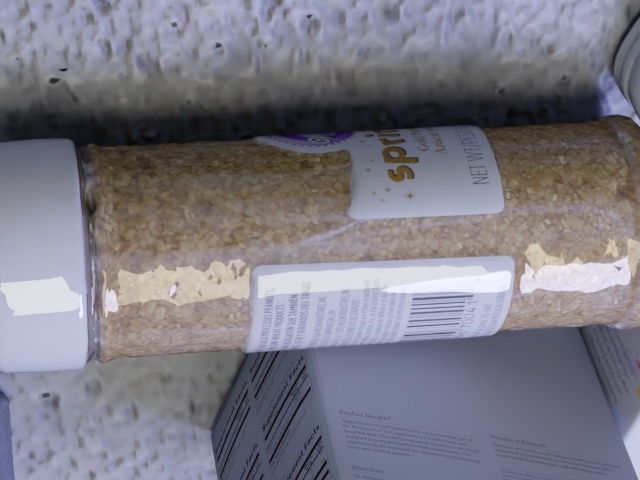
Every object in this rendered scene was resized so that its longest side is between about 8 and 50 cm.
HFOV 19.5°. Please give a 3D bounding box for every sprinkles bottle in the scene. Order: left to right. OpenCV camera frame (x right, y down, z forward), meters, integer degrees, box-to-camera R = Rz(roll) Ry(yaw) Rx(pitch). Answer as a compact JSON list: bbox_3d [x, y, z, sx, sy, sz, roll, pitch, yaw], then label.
[{"bbox_3d":[0.000,0.000,0.989,0.355,0.121,0.121,-3,129,-10],"label":"sprinkles bottle"}]

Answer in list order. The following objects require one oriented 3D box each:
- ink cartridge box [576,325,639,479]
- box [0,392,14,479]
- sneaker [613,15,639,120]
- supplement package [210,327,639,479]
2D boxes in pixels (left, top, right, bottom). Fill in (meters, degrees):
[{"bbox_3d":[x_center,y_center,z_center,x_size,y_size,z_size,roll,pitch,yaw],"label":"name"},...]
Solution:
[{"bbox_3d":[0.198,0.076,1.105,0.061,0.104,0.181,11,126,-20],"label":"ink cartridge box"},{"bbox_3d":[-0.260,0.170,0.986,0.163,0.247,0.142,-34,129,15],"label":"box"},{"bbox_3d":[0.225,-0.133,0.948,0.080,0.094,0.212,9,126,-17],"label":"sneaker"},{"bbox_3d":[0.058,0.145,1.066,0.194,0.203,0.149,12,126,-20],"label":"supplement package"}]
